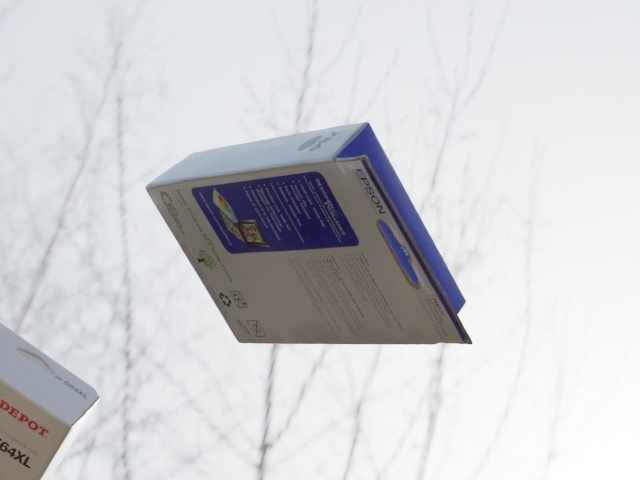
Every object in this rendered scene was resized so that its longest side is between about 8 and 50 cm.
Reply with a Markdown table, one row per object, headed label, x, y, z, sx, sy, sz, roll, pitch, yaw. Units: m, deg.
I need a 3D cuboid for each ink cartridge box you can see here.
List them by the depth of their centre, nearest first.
| label | x | y | z | sx | sy | sz | roll | pitch | yaw |
| --- | --- | --- | --- | --- | --- | --- | --- | --- | --- |
| ink cartridge box | 0.000 | 0.000 | 1.436 | 0.333 | 0.065 | 0.165 | -2 | -59 | 57 |
| ink cartridge box | -0.333 | 0.199 | 1.821 | 0.148 | 0.086 | 0.203 | 33 | -67 | 3 |
